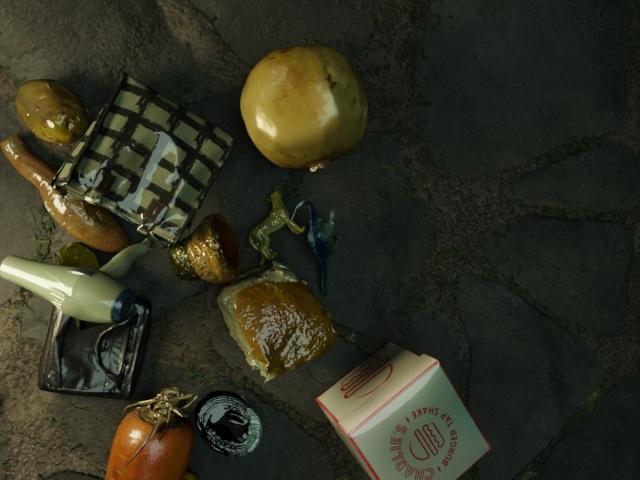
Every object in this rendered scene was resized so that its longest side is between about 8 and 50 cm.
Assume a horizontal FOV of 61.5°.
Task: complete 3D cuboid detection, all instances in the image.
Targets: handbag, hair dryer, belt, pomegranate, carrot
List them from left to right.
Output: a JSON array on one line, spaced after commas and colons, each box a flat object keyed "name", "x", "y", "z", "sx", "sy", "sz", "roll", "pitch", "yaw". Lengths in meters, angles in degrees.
[{"name": "hair dryer", "x": -0.553, "y": 0.067, "z": 1.221, "sx": 0.295, "sy": 0.298, "sz": 0.119, "roll": 8, "pitch": 119, "yaw": -10}, {"name": "handbag", "x": -0.565, "y": 0.263, "z": 1.360, "sx": 0.244, "sy": 0.088, "sz": 0.275, "roll": 14, "pitch": 87, "yaw": -22}, {"name": "handbag", "x": -0.415, "y": -0.184, "z": 1.309, "sx": 0.325, "sy": 0.162, "sz": 0.327, "roll": 30, "pitch": 65, "yaw": -18}, {"name": "carrot", "x": -0.426, "y": 0.524, "z": 1.354, "sx": 0.214, "sy": 0.193, "sz": 0.331, "roll": 26, "pitch": 81, "yaw": -58}, {"name": "belt", "x": -0.248, "y": 0.500, "z": 1.473, "sx": 0.198, "sy": 0.078, "sz": 0.151, "roll": 42, "pitch": 76, "yaw": -13}, {"name": "pomegranate", "x": -0.038, "y": -0.329, "z": 1.376, "sx": 0.332, "sy": 0.332, "sz": 0.333, "roll": -1, "pitch": 93, "yaw": -18}]

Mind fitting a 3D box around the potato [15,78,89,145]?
[{"name": "potato", "x": -0.636, "y": -0.305, "z": 1.286, "sx": 0.137, "sy": 0.137, "sz": 0.176, "roll": -38, "pitch": 82, "yaw": -12}]

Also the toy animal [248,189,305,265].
[{"name": "toy animal", "x": -0.142, "y": -0.032, "z": 1.491, "sx": 0.181, "sy": 0.073, "sz": 0.136, "roll": -43, "pitch": 96, "yaw": 2}]

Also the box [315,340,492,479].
[{"name": "box", "x": 0.218, "y": 0.509, "z": 1.505, "sx": 0.312, "sy": 0.300, "sz": 0.314, "roll": -35, "pitch": 102, "yaw": -13}]

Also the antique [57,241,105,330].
[{"name": "antique", "x": -0.568, "y": 0.098, "z": 1.290, "sx": 0.081, "sy": 0.080, "sz": 0.221, "roll": -12, "pitch": 55, "yaw": -34}]

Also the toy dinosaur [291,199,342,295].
[{"name": "toy dinosaur", "x": 0.004, "y": -0.005, "z": 1.484, "sx": 0.076, "sy": 0.363, "sz": 0.147, "roll": 6, "pitch": 49, "yaw": 18}]

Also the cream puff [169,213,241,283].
[{"name": "cream puff", "x": -0.312, "y": 0.033, "z": 1.401, "sx": 0.168, "sy": 0.183, "sz": 0.184, "roll": -15, "pitch": 98, "yaw": 9}]

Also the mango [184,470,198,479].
[{"name": "mango", "x": -0.364, "y": 0.681, "z": 1.460, "sx": 0.078, "sy": 0.057, "sz": 0.114, "roll": -21, "pitch": 107, "yaw": -20}]

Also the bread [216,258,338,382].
[{"name": "bread", "x": -0.119, "y": 0.196, "z": 1.423, "sx": 0.250, "sy": 0.225, "sz": 0.279, "roll": -26, "pitch": 90, "yaw": -21}]

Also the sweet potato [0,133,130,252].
[{"name": "sweet potato", "x": -0.623, "y": -0.102, "z": 1.309, "sx": 0.385, "sy": 0.109, "sz": 0.109, "roll": 46, "pitch": 80, "yaw": -15}]
